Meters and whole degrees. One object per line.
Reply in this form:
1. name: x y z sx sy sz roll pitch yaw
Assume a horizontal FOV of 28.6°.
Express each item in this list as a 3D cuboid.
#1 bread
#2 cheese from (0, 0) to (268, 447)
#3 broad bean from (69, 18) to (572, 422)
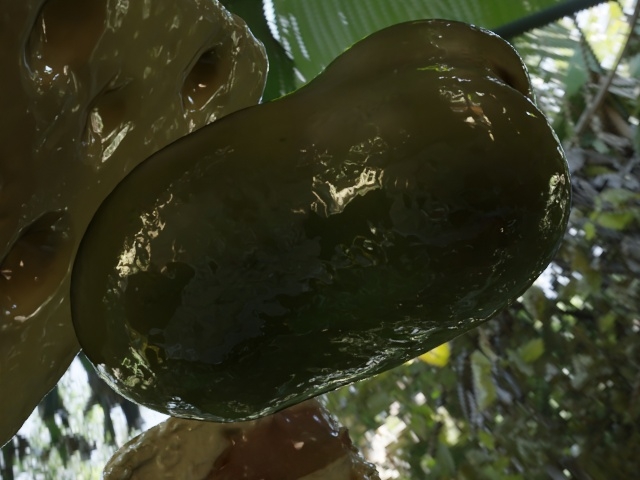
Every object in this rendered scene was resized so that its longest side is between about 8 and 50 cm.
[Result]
1. bread: -0.062 0.223 1.155 0.224 0.211 0.183 -28 -92 1
2. cheese: -0.173 -0.053 0.610 0.104 0.384 0.384 28 -79 16
3. broad bean: 0.000 0.000 0.613 0.263 0.121 0.189 -26 -45 22
